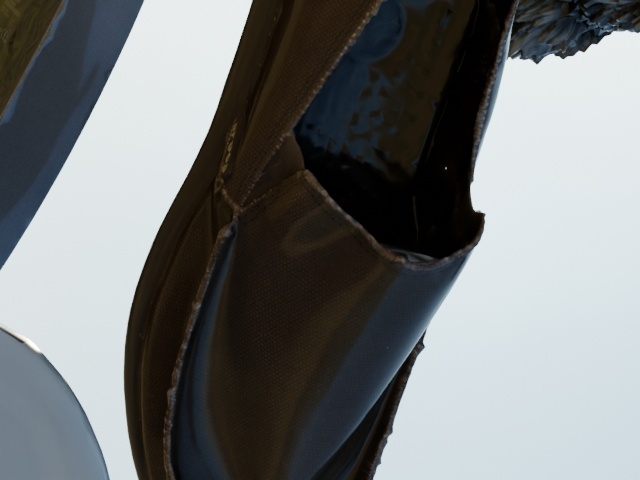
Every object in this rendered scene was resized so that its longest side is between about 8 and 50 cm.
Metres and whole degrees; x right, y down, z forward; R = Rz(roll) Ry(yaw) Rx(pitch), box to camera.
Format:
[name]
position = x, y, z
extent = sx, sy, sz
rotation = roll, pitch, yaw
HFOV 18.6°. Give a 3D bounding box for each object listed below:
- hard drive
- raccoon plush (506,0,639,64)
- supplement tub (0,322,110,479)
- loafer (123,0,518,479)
[hard drive]
position = -0.184, -0.069, 1.077
extent = 0.254, 0.054, 0.172
rotation = -60, -153, 6
[raccoon plush]
position = 0.251, -0.208, 1.078
extent = 0.446, 0.299, 0.216
rotation = -17, -124, 10
[supplement tub]
position = -0.251, 0.129, 0.784
extent = 0.338, 0.207, 0.207
rotation = -10, -126, 49
[loafer]
position = 0.000, 0.000, 0.905
extent = 0.130, 0.134, 0.366
rotation = -135, -125, -64
